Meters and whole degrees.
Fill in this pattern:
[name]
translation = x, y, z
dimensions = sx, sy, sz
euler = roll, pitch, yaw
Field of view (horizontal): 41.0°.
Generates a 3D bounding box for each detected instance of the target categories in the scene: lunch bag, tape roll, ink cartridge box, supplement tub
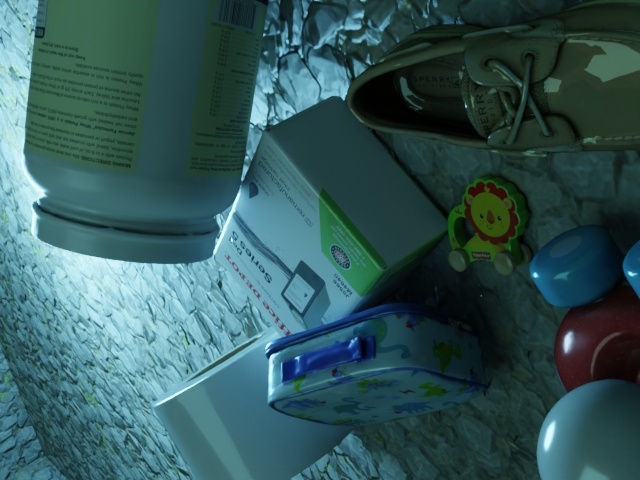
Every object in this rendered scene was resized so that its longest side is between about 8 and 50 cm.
[lunch bag]
translation = 0.057, 0.139, 0.936
dimensions = 0.219, 0.176, 0.090
euler = -24, 59, 37
[tape roll]
translation = -0.088, 0.234, 1.194
dimensions = 0.169, 0.246, 0.246
euler = 58, 148, -1
[ink cartridge box]
translation = 0.000, 0.000, 0.997
dimensions = 0.198, 0.115, 0.273
euler = 50, 147, 13
[supplement tub]
translation = -0.190, -0.155, 0.918
dimensions = 0.235, 0.236, 0.324
euler = 20, 104, 45

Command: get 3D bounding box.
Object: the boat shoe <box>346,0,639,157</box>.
[boat shoe]
translation = 0.163, -0.115, 0.684
dimensions = 0.341, 0.110, 0.121
euler = 9, 123, 51

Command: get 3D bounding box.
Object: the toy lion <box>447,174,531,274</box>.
[toy lion]
translation = 0.164, -0.017, 0.845
dimensions = 0.100, 0.034, 0.096
euler = 1, 110, 54

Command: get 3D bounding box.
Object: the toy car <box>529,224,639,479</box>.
[toy car]
translation = 0.225, 0.139, 0.647
dimensions = 0.219, 0.238, 0.210
euler = 55, 159, -13
